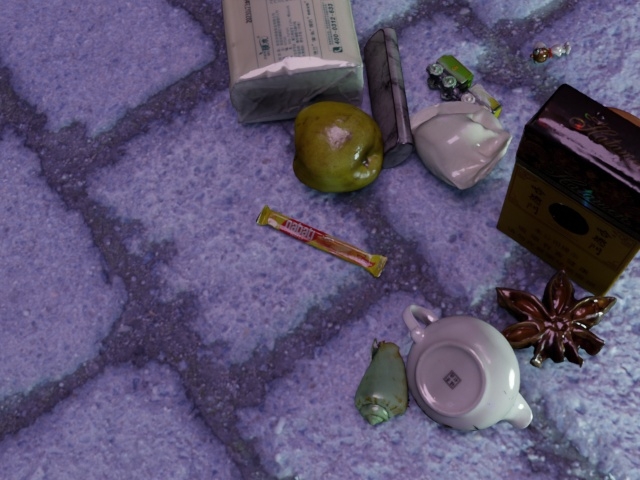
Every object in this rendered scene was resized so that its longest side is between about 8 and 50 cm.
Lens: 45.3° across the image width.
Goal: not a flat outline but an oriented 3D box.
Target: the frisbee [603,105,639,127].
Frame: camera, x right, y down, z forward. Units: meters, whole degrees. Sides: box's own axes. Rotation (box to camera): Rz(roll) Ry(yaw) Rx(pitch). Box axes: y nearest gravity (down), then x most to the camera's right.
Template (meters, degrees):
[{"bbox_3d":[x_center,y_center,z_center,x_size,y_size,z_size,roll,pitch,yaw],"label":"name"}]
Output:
[{"bbox_3d":[0.602,-0.181,1.630,0.250,0.021,0.251,-1,66,3],"label":"frisbee"}]

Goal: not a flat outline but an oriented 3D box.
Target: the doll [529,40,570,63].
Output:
[{"bbox_3d":[0.517,-0.425,1.727,0.085,0.040,0.058,11,59,10],"label":"doll"}]

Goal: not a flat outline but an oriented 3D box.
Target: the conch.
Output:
[{"bbox_3d":[0.126,0.272,1.458,0.105,0.079,0.170,17,66,-3],"label":"conch"}]

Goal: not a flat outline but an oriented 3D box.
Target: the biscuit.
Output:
[{"bbox_3d":[0.000,0.000,1.604,0.292,0.026,0.048,23,91,14],"label":"biscuit"}]

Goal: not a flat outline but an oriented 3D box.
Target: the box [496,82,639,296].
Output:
[{"bbox_3d":[0.474,-0.073,1.380,0.264,0.415,0.116,39,76,18],"label":"box"}]

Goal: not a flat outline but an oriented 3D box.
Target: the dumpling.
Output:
[{"bbox_3d":[0.291,-0.213,1.608,0.179,0.131,0.252,-39,47,-1],"label":"dumpling"}]

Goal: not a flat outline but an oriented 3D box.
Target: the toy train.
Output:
[{"bbox_3d":[0.318,-0.329,1.692,0.081,0.060,0.202,-37,71,-16],"label":"toy train"}]

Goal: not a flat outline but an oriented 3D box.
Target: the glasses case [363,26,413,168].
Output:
[{"bbox_3d":[0.146,-0.312,1.678,0.060,0.114,0.299,4,65,-22],"label":"glasses case"}]

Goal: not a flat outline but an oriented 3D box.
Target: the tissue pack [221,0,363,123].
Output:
[{"bbox_3d":[-0.072,-0.469,1.702,0.297,0.207,0.380,-6,68,0],"label":"tissue pack"}]

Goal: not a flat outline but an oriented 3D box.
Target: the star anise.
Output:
[{"bbox_3d":[0.435,0.154,1.470,0.220,0.099,0.214,18,56,18],"label":"star anise"}]

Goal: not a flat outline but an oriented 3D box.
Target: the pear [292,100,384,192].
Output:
[{"bbox_3d":[0.034,-0.194,1.592,0.200,0.200,0.200,-2,68,4],"label":"pear"}]

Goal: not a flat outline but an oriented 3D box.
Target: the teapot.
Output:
[{"bbox_3d":[0.256,0.229,1.424,0.165,0.208,0.300,-2,47,-44],"label":"teapot"}]
